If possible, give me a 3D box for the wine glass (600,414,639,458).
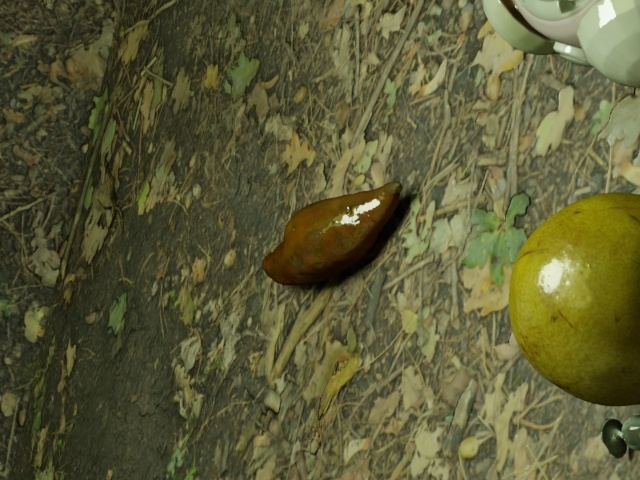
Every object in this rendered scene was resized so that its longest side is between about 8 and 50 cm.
[{"bbox_3d":[0.321,0.194,1.410,0.083,0.039,0.042,-19,76,53],"label":"wine glass"}]

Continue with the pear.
[{"bbox_3d":[0.280,0.054,1.381,0.209,0.209,0.209,-36,47,50],"label":"pear"}]

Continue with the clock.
[{"bbox_3d":[0.319,-0.343,1.530,0.342,0.184,0.325,-140,63,-65],"label":"clock"}]

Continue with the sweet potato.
[{"bbox_3d":[0.003,0.000,2.016,0.359,0.112,0.112,-35,48,47],"label":"sweet potato"}]
